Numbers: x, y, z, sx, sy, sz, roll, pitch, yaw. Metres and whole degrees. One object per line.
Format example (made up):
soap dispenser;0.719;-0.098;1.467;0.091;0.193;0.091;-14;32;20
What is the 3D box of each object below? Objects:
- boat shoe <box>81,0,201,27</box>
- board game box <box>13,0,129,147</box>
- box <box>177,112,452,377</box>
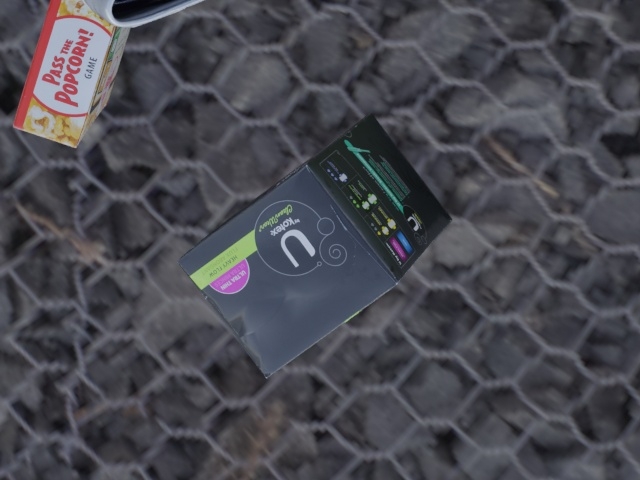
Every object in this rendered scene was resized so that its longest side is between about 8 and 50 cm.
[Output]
boat shoe;-0.051;-0.172;1.107;0.184;0.063;0.066;-20;132;-16
board game box;-0.138;-0.169;1.245;0.045;0.147;0.193;18;104;-3
box;0.000;0.000;0.676;0.062;0.083;0.052;-37;93;23
